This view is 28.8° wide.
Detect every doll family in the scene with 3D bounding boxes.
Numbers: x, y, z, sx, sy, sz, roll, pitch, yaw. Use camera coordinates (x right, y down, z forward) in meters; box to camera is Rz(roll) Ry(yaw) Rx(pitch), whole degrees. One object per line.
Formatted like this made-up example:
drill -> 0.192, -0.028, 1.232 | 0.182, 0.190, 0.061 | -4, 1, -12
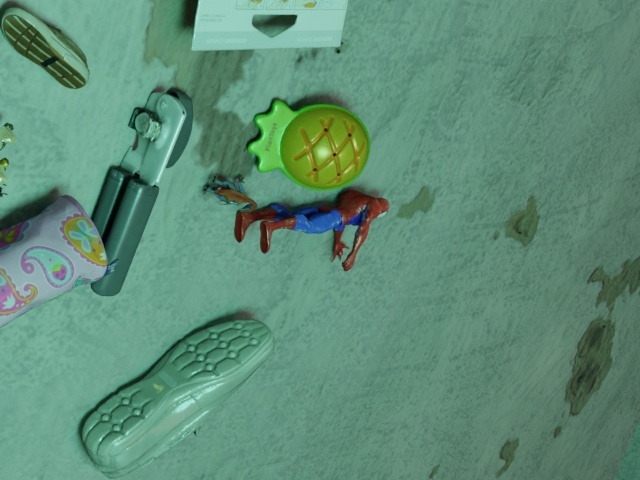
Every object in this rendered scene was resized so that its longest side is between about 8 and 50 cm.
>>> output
doll family -> -0.414, -0.058, 1.409 | 0.193, 0.111, 0.076 | -36, 107, -22

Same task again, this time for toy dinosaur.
toy dinosaur -> -0.123, -0.058, 1.745 | 0.082, 0.090, 0.047 | 30, 109, -21

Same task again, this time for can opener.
can opener -> -0.233, -0.060, 1.614 | 0.093, 0.074, 0.280 | 15, 103, -51

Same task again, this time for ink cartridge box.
ink cartridge box -> -0.061, -0.371, 1.611 | 0.275, 0.060, 0.239 | -10, 121, -44

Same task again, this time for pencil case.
pencil case -> -0.390, 0.052, 1.484 | 0.284, 0.124, 0.124 | -29, 133, -34

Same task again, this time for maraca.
maraca -> -0.014, -0.137, 1.789 | 0.185, 0.099, 0.127 | 10, 100, -23

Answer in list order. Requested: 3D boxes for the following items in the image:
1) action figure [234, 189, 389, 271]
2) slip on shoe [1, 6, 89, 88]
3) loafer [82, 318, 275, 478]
action figure -> 0.000, 0.000, 1.894 | 0.280, 0.091, 0.139 | -16, 118, -40
slip on shoe -> -0.316, -0.230, 1.444 | 0.135, 0.051, 0.041 | 41, 42, -43
loafer -> -0.200, 0.229, 1.818 | 0.319, 0.112, 0.111 | -32, 140, -19
